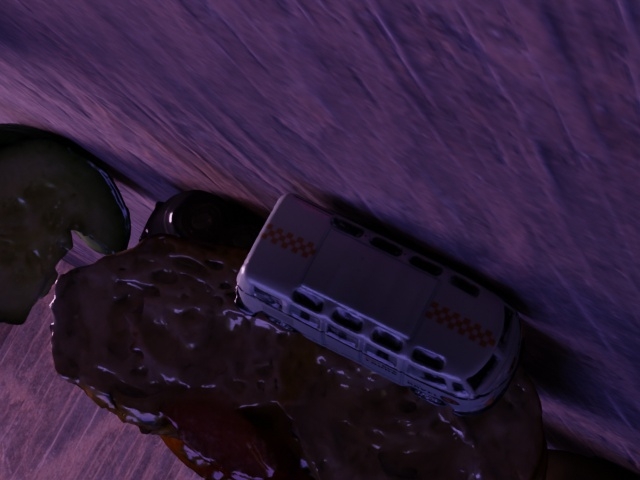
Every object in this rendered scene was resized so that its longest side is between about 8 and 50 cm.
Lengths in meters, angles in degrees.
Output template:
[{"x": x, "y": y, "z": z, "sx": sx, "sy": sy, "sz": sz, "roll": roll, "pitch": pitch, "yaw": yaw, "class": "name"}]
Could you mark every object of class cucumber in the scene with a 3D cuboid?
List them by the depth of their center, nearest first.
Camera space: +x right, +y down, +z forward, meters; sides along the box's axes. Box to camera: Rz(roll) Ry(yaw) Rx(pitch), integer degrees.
[{"x": -0.298, "y": -0.024, "z": 1.346, "sx": 0.191, "sy": 0.191, "sz": 0.130, "roll": 34, "pitch": 170, "yaw": -30, "class": "cucumber"}]

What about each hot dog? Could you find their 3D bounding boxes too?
[{"x": 0.008, "y": 0.137, "z": 1.132, "sx": 0.367, "sy": 0.196, "sz": 0.365, "roll": 16, "pitch": 174, "yaw": 15, "class": "hot dog"}]

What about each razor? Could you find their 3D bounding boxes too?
[{"x": -0.099, "y": -0.005, "z": 1.178, "sx": 0.090, "sy": 0.054, "sz": 0.148, "roll": 30, "pitch": 168, "yaw": -14, "class": "razor"}]

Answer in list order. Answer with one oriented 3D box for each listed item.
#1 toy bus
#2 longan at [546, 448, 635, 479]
[{"x": 0.040, "y": 0.040, "z": 0.899, "sx": 0.194, "sy": 0.087, "sz": 0.089, "roll": 27, "pitch": 168, "yaw": 10, "class": "toy bus"}, {"x": 0.247, "y": 0.370, "z": 1.480, "sx": 0.319, "sy": 0.319, "sz": 0.319, "roll": 28, "pitch": 172, "yaw": 4, "class": "longan"}]
